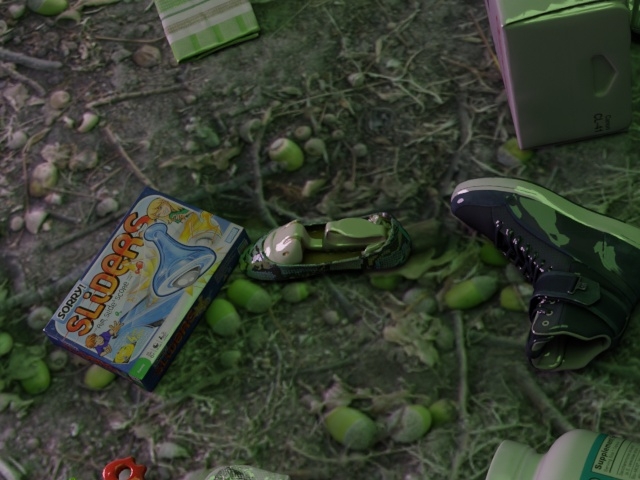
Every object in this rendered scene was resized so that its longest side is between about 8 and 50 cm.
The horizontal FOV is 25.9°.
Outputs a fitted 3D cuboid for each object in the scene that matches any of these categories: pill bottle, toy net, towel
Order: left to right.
[{"bbox_3d":[-0.139,0.261,1.353,0.232,0.045,0.122,-16,55,2],"label":"toy net"},{"bbox_3d":[-0.142,-0.288,1.702,0.113,0.023,0.152,-21,59,3],"label":"towel"},{"bbox_3d":[0.274,0.249,1.197,0.264,0.146,0.146,12,63,21],"label":"pill bottle"}]

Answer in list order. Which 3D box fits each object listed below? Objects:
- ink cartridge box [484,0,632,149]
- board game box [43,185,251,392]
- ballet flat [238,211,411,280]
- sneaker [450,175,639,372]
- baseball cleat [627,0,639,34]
[{"bbox_3d":[0.235,-0.287,1.484,0.131,0.226,0.306,-11,57,7],"label":"ink cartridge box"},{"bbox_3d":[-0.185,0.049,1.495,0.136,0.035,0.201,22,67,24],"label":"board game box"},{"bbox_3d":[0.000,0.000,1.463,0.188,0.070,0.070,-8,58,9],"label":"ballet flat"},{"bbox_3d":[0.207,0.034,1.379,0.226,0.086,0.163,21,64,23],"label":"sneaker"},{"bbox_3d":[0.393,-0.314,1.555,0.109,0.072,0.206,21,62,31],"label":"baseball cleat"}]
